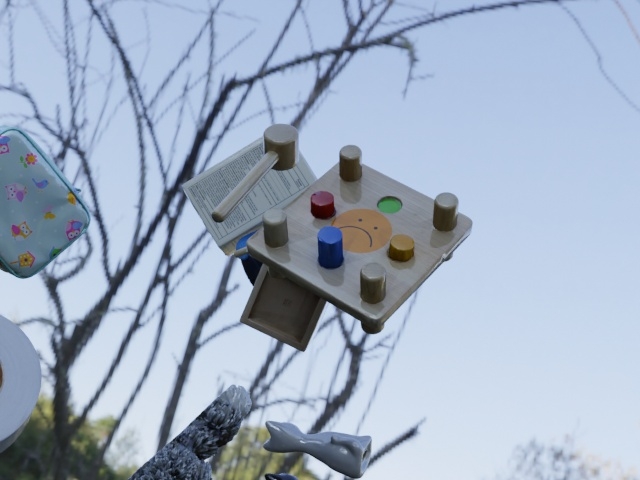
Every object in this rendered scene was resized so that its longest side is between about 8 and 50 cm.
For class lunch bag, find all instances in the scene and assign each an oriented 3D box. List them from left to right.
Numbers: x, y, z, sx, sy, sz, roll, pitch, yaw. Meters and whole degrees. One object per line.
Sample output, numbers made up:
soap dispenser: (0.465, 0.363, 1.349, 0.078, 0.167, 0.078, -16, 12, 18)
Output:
lunch bag: (-0.603, -0.077, 1.969, 0.108, 0.224, 0.279, 8, -42, 55)

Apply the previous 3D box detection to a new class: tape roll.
tape roll: (-0.514, 0.205, 1.411, 0.219, 0.219, 0.072, 20, -35, -14)

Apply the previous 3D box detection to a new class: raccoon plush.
raccoon plush: (-0.199, 0.495, 1.741, 0.299, 0.446, 0.216, 45, -18, 5)

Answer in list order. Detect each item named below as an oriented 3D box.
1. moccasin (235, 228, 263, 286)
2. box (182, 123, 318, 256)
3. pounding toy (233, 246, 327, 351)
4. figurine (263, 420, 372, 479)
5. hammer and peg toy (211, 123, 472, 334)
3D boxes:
moccasin: (0.000, 0.000, 1.886, 0.342, 0.117, 0.137, -20, 14, -20)
box: (-0.129, -0.094, 1.937, 0.232, 0.149, 0.127, -31, -10, -3)
pounding toy: (-0.062, 0.056, 1.729, 0.181, 0.206, 0.094, 25, 13, 6)
figurine: (-0.014, 0.443, 1.904, 0.209, 0.092, 0.215, 9, -61, 16)
hammer and peg toy: (0.014, -0.024, 1.519, 0.361, 0.266, 0.127, 29, -37, 27)
